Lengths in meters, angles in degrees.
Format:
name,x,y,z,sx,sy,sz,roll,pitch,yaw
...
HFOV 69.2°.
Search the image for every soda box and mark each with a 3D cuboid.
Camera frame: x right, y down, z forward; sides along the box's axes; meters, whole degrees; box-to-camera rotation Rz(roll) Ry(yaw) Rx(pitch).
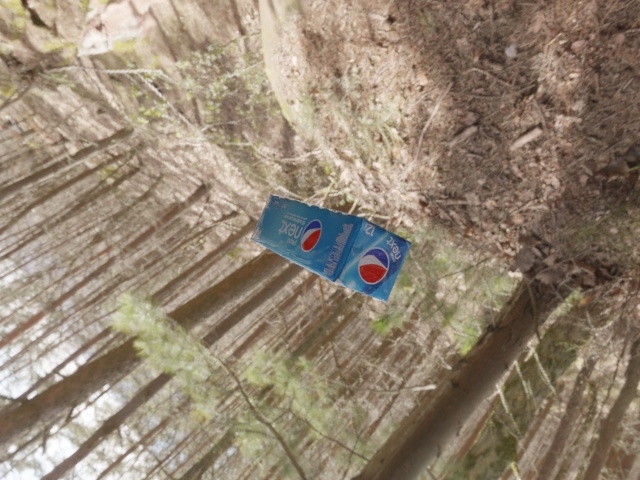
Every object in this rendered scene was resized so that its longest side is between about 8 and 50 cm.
name,x,y,z,sx,sy,sz,roll,pitch,yaw
soda box,0.000,0.000,0.520,0.071,0.067,0.210,23,180,-32
